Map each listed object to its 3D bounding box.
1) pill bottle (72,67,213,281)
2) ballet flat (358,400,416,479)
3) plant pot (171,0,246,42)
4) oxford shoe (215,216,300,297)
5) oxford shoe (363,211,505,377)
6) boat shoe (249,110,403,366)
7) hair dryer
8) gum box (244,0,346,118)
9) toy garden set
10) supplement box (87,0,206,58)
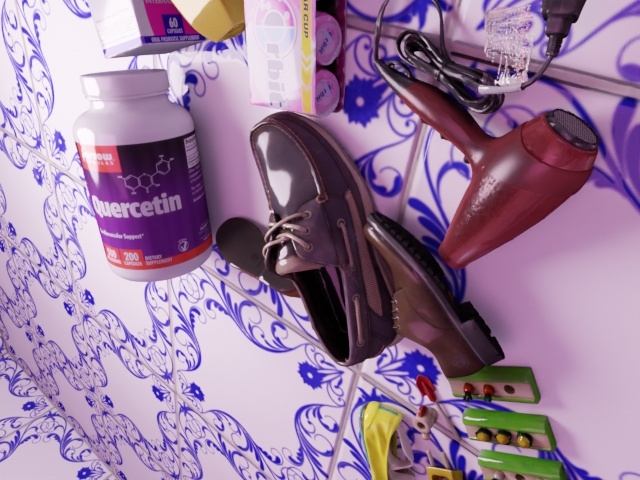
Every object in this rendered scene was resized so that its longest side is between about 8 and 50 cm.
[{"bbox_3d":[-0.288,-0.106,0.742,0.181,0.181,0.323,16,122,34],"label":"pill bottle"},{"bbox_3d":[0.112,0.363,0.721,0.077,0.077,0.231,-1,110,23],"label":"ballet flat"},{"bbox_3d":[-0.129,-0.307,0.578,0.081,0.081,0.083,-15,111,44],"label":"plant pot"},{"bbox_3d":[-0.097,0.033,0.735,0.212,0.076,0.076,36,171,35],"label":"oxford shoe"},{"bbox_3d":[0.112,0.069,0.540,0.096,0.083,0.227,-37,83,21],"label":"oxford shoe"},{"bbox_3d":[0.000,0.000,0.584,0.132,0.130,0.356,-26,93,45],"label":"boat shoe"},{"bbox_3d":[0.158,-0.107,0.454,0.223,0.080,0.294,18,118,51],"label":"hair dryer"},{"bbox_3d":[-0.030,-0.244,0.533,0.107,0.062,0.189,20,123,33],"label":"gum box"},{"bbox_3d":[0.210,0.288,0.609,0.203,0.049,0.244,-13,102,44],"label":"toy garden set"},{"bbox_3d":[-0.259,-0.382,0.626,0.113,0.111,0.220,5,115,39],"label":"supplement box"}]
